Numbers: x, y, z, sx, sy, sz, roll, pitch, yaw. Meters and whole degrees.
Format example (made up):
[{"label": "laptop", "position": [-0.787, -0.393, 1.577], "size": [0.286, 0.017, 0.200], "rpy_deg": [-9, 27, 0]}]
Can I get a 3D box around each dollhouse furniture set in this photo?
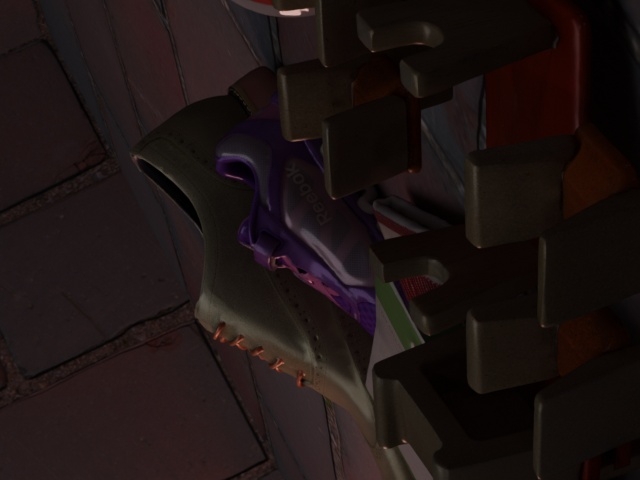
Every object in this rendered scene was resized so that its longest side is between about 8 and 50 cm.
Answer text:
[{"label": "dollhouse furniture set", "position": [0.093, -0.002, 0.802], "size": [0.262, 0.135, 0.259], "rpy_deg": [-126, 25, -48]}]

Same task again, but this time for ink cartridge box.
[{"label": "ink cartridge box", "position": [0.086, 0.108, 1.024], "size": [0.171, 0.056, 0.235], "rpy_deg": [62, 168, 20]}]

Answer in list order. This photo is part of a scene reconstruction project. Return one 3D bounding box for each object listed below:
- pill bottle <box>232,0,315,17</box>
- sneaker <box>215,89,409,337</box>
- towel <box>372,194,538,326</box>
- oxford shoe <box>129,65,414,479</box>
[{"label": "pill bottle", "position": [-0.018, -0.199, 0.834], "size": [0.108, 0.108, 0.193], "rpy_deg": [60, 170, 26]}, {"label": "sneaker", "position": [0.000, 0.000, 1.293], "size": [0.236, 0.104, 0.095], "rpy_deg": [61, 169, 14]}, {"label": "towel", "position": [0.131, 0.134, 1.131], "size": [0.329, 0.037, 0.237], "rpy_deg": [67, 171, -13]}, {"label": "oxford shoe", "position": [-0.013, 0.064, 1.400], "size": [0.397, 0.146, 0.140], "rpy_deg": [61, 170, 18]}]
